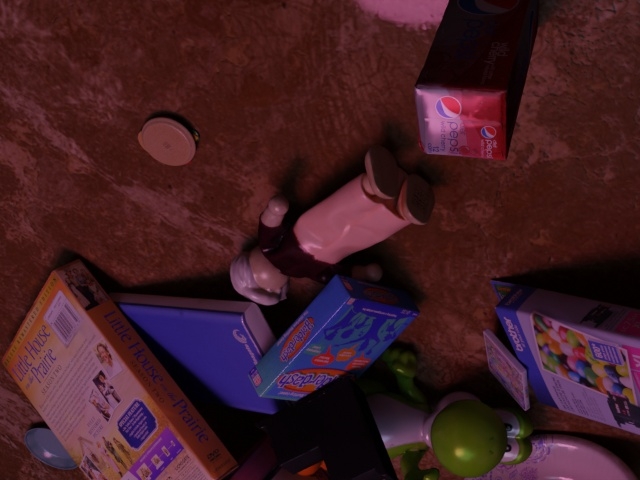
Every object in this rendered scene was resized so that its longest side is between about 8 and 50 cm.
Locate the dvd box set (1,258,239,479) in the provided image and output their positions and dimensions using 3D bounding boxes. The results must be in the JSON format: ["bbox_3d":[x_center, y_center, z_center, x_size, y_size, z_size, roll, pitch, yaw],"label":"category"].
[{"bbox_3d":[-0.341,0.277,1.709,0.420,0.062,0.307,50,133,11],"label":"dvd box set"}]

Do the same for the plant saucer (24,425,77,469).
[{"bbox_3d":[-0.512,0.395,2.021,0.119,0.021,0.119,10,131,12],"label":"plant saucer"}]

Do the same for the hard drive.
[{"bbox_3d":[-0.185,0.176,1.639,0.318,0.040,0.210,1,129,40],"label":"hard drive"}]

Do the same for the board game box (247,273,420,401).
[{"bbox_3d":[0.020,0.147,1.495,0.160,0.047,0.210,14,124,-46],"label":"board game box"}]

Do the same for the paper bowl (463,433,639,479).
[{"bbox_3d":[0.348,0.443,1.565,0.284,0.284,0.148,-1,131,21],"label":"paper bowl"}]

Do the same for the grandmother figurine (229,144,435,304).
[{"bbox_3d":[0.000,0.000,1.446,0.208,0.104,0.342,43,133,-21],"label":"grandmother figurine"}]

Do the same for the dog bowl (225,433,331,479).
[{"bbox_3d":[-0.146,0.487,1.731,0.150,0.408,0.408,44,132,2],"label":"dog bowl"}]

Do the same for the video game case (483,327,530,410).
[{"bbox_3d":[0.267,0.185,1.499,0.087,0.011,0.122,50,169,34],"label":"video game case"}]

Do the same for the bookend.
[{"bbox_3d":[0.010,0.305,1.506,0.156,0.157,0.072,-28,149,7],"label":"bookend"}]

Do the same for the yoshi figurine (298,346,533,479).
[{"bbox_3d":[0.133,0.281,1.574,0.362,0.203,0.203,0,122,16],"label":"yoshi figurine"}]

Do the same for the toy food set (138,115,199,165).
[{"bbox_3d":[-0.210,-0.137,1.454,0.082,0.020,0.083,34,132,-10],"label":"toy food set"}]

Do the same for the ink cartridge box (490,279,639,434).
[{"bbox_3d":[0.351,0.157,1.372,0.311,0.065,0.186,15,139,53],"label":"ink cartridge box"}]

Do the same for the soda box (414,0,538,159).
[{"bbox_3d":[0.171,-0.194,1.098,0.092,0.263,0.083,6,132,16],"label":"soda box"}]
